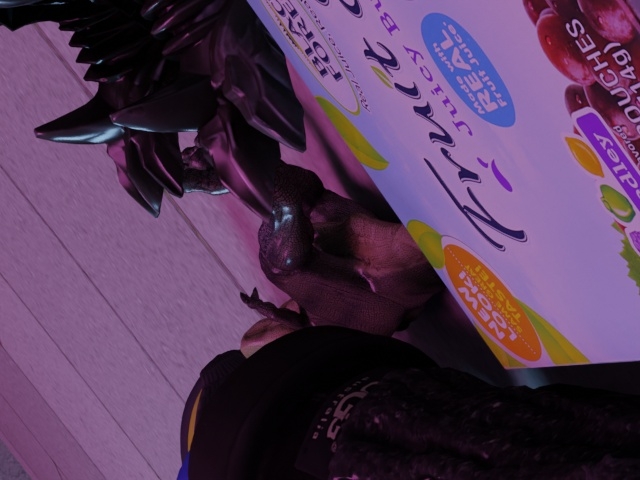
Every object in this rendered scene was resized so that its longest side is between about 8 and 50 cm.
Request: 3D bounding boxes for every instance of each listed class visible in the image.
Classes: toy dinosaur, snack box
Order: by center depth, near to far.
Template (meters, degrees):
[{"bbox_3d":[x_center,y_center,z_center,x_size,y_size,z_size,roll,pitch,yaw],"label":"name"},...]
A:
[{"bbox_3d":[0.036,-0.074,0.409,0.207,0.070,0.174,56,165,-5],"label":"snack box"},{"bbox_3d":[-0.123,-0.077,0.542,0.164,0.218,0.322,-120,43,-63],"label":"toy dinosaur"},{"bbox_3d":[0.000,0.000,0.703,0.118,0.064,0.268,41,166,-7],"label":"toy dinosaur"}]

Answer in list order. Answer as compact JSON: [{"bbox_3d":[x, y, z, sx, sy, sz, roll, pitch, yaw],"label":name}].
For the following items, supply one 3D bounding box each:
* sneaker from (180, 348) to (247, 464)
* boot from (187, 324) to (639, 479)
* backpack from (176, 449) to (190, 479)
[{"bbox_3d":[-0.002,0.172,1.005,0.121,0.111,0.300,39,157,56],"label":"sneaker"},{"bbox_3d":[0.119,0.172,0.590,0.348,0.131,0.260,50,158,-24],"label":"boot"},{"bbox_3d":[-0.001,0.096,0.739,0.120,0.098,0.101,13,152,47],"label":"backpack"}]
